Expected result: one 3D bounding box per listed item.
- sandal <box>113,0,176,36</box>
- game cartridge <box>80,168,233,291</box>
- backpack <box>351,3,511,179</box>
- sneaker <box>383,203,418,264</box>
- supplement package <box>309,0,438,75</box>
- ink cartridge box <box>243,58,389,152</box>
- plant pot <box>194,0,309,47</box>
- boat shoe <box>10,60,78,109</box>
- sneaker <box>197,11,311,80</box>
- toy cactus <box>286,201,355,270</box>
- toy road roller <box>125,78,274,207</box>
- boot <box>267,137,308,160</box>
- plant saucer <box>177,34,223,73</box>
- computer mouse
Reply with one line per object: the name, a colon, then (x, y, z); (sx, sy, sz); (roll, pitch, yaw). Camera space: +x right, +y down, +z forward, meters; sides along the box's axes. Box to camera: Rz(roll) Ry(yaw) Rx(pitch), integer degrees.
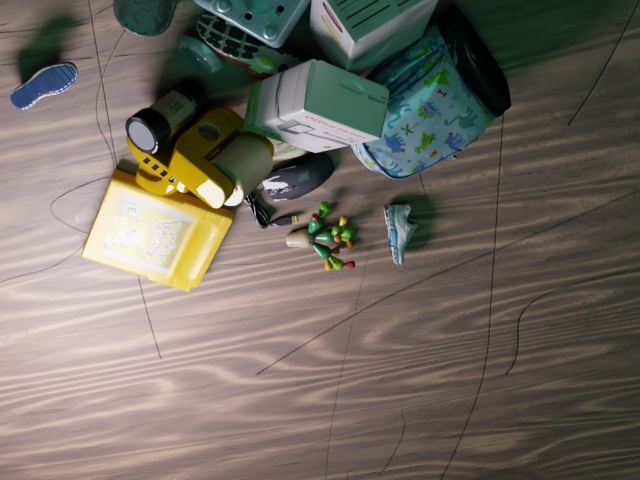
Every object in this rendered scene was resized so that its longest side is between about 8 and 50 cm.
sandal: (-0.330, -0.615, 1.641); (0.168, 0.107, 0.445); (7, 126, -9)
game cartridge: (-0.429, -0.015, 2.126); (0.324, 0.052, 0.285); (20, 124, -16)
backpack: (0.222, -0.303, 1.843); (0.355, 0.273, 0.290); (-20, 133, 27)
sneaker: (0.219, -0.016, 2.151); (0.083, 0.071, 0.190); (-11, 127, -2)
supplement package: (0.101, -0.457, 1.619); (0.204, 0.262, 0.145); (-31, 86, -5)
ink cartridge box: (-0.013, -0.282, 1.750); (0.198, 0.273, 0.114); (15, 81, -30)
plant pot: (-0.117, -0.532, 1.626); (0.248, 0.252, 0.247); (26, 121, -21)
boat shoe: (-0.622, -0.364, 1.840); (0.183, 0.066, 0.066); (-20, 124, 19)
sneaker: (-0.155, -0.407, 1.816); (0.279, 0.107, 0.118); (28, 157, -8)
toy cactus: (0.000, 0.000, 2.140); (0.180, 0.112, 0.219); (-6, 136, 14)
toy road roller: (-0.294, -0.188, 1.880); (0.329, 0.202, 0.240); (37, 139, 4)
boot: (-0.144, -0.263, 1.939); (0.213, 0.077, 0.165); (-14, 125, 5)
plant saucer: (-0.272, -0.408, 1.806); (0.119, 0.021, 0.119); (28, 164, 9)
computer mouse: (-0.076, -0.112, 2.065); (0.262, 0.060, 0.184); (-17, 125, 10)
